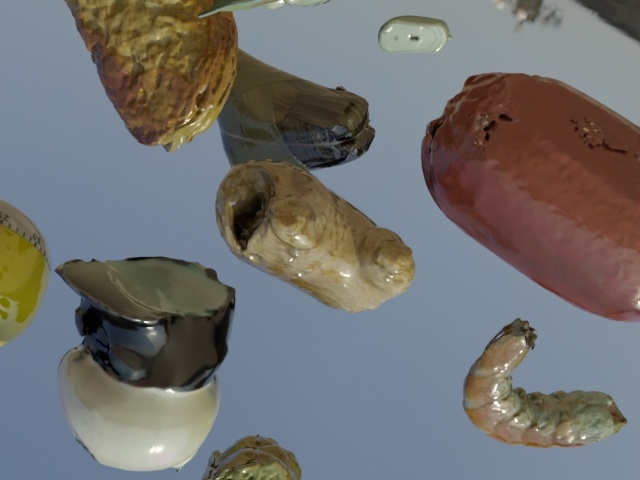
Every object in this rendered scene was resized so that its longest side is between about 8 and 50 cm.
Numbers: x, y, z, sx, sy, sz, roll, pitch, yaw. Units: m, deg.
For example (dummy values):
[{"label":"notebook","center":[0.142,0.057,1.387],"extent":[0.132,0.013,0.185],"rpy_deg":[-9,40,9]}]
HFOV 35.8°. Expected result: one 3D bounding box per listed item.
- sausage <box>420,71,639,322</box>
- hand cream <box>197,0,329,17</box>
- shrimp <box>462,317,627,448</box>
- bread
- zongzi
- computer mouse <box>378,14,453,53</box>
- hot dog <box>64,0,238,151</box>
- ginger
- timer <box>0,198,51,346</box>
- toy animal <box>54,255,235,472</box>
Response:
[{"label":"sausage","center":[0.213,-0.029,0.805],"extent":[0.280,0.152,0.152],"rpy_deg":[34,-155,-2]},{"label":"hand cream","center":[0.037,-0.277,0.881],"extent":[0.306,0.093,0.147],"rpy_deg":[-35,-159,-23]},{"label":"shrimp","center":[0.215,0.133,0.936],"extent":[0.161,0.166,0.049],"rpy_deg":[-2,-142,2]},{"label":"bread","center":[-0.139,0.484,1.859],"extent":[0.239,0.196,0.252],"rpy_deg":[-25,178,-8]},{"label":"zongzi","center":[-0.079,-0.257,1.644],"extent":[0.289,0.317,0.154],"rpy_deg":[-11,-155,40]},{"label":"computer mouse","center":[0.136,-0.299,1.431],"extent":[0.110,0.056,0.032],"rpy_deg":[1,-139,-6]},{"label":"hot dog","center":[-0.178,-0.225,1.035],"extent":[0.259,0.175,0.114],"rpy_deg":[65,-150,-8]},{"label":"ginger","center":[0.000,0.000,1.178],"extent":[0.221,0.130,0.276],"rpy_deg":[23,174,23]},{"label":"timer","center":[-0.555,0.086,1.507],"extent":[0.285,0.285,0.285],"rpy_deg":[18,-155,-9]},{"label":"toy animal","center":[-0.161,0.107,0.858],"extent":[0.166,0.179,0.138],"rpy_deg":[6,-166,-24]}]
